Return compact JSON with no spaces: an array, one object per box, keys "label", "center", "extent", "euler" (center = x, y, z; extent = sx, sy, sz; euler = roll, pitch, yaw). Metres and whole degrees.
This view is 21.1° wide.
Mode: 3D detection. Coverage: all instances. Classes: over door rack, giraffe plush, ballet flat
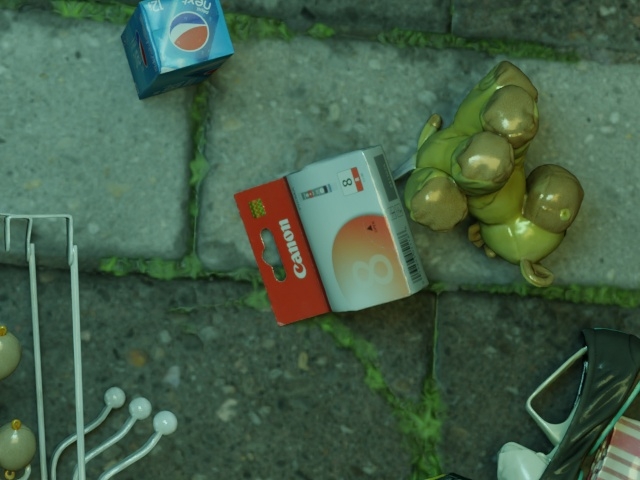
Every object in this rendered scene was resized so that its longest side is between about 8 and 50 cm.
[{"label":"over door rack","center":[-0.214,0.121,1.540],"extent":[0.108,0.239,0.324],"euler":[-15,95,-18]},{"label":"giraffe plush","center":[0.177,-0.043,1.664],"extent":[0.170,0.210,0.181],"euler":[38,57,-14]},{"label":"ballet flat","center":[0.235,0.208,1.717],"extent":[0.096,0.095,0.280],"euler":[29,72,7]}]

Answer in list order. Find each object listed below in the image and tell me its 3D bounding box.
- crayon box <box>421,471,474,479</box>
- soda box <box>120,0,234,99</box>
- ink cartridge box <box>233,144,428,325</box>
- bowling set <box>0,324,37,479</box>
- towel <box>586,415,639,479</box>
[{"label":"crayon box","center":[0.013,0.427,1.654],"extent":[0.363,0.106,0.313],"euler":[-16,92,-12]},{"label":"soda box","center":[-0.135,-0.181,1.583],"extent":[0.071,0.210,0.067],"euler":[-17,92,-11]},{"label":"ink cartridge box","center":[0.000,0.000,1.638],"extent":[0.179,0.045,0.145],"euler":[-17,94,30]},{"label":"bowling set","center":[-0.346,0.150,1.550],"extent":[0.154,0.200,0.287],"euler":[0,124,-23]},{"label":"towel","center":[0.330,0.293,1.762],"extent":[0.144,0.029,0.197],"euler":[24,84,-11]}]
